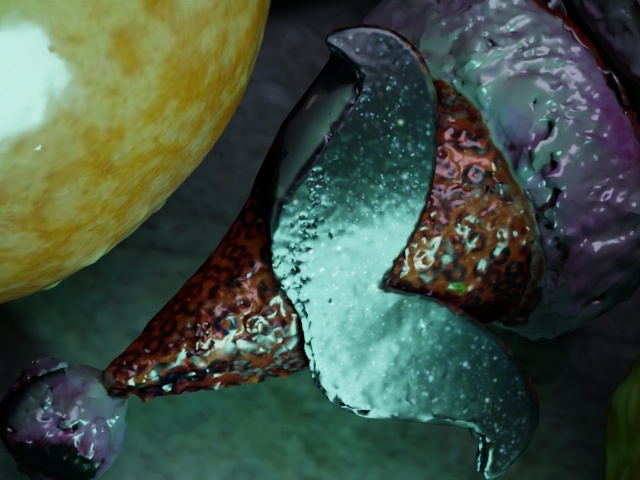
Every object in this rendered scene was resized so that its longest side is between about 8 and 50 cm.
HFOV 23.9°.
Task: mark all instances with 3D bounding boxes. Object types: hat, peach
[{"bbox_3d":[0.001,-0.001,0.463,0.227,0.140,0.129,-30,42,-22],"label":"hat"},{"bbox_3d":[-0.106,-0.094,0.423,0.232,0.232,0.233,11,54,-15],"label":"peach"}]

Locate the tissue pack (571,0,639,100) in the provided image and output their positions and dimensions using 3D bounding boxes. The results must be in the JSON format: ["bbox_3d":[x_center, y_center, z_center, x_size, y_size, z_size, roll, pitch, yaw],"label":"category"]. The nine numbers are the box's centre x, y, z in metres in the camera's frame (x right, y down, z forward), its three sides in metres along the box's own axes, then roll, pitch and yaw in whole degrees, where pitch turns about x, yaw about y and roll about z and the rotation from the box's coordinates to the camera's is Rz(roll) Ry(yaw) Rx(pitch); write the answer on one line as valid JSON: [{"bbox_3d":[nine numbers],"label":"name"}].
[{"bbox_3d":[0.151,-0.163,0.573,0.215,0.123,0.256,60,34,-2],"label":"tissue pack"}]

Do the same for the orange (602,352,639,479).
[{"bbox_3d":[0.227,0.085,0.414,0.300,0.223,0.301,43,46,-9],"label":"orange"}]
